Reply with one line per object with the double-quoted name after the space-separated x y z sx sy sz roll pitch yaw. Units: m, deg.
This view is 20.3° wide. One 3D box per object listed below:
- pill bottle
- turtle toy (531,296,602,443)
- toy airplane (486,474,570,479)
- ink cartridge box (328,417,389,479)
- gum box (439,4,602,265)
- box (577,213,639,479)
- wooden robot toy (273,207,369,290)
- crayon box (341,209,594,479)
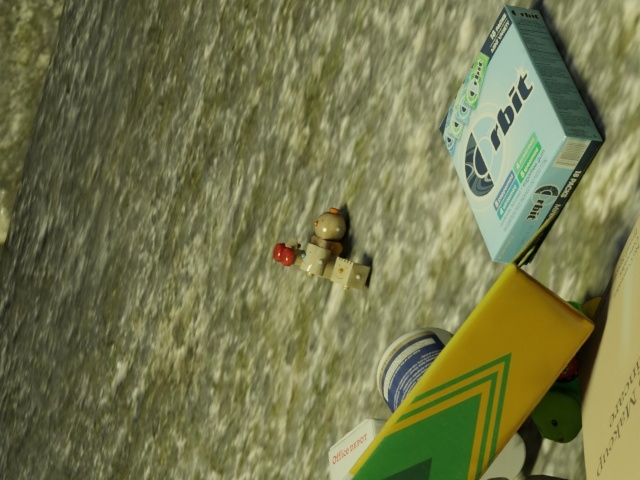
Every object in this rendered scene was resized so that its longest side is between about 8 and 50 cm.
0.122 0.158 1.636 0.169 0.094 0.094 -127 48 -57 "pill bottle"
0.203 0.108 1.501 0.095 0.066 0.130 136 135 -55 "turtle toy"
0.139 0.367 1.327 0.384 0.272 0.386 -38 33 33 "toy airplane"
0.061 0.265 1.785 0.109 0.063 0.150 134 136 -55 "ink cartridge box"
0.179 -0.097 1.636 0.184 0.041 0.157 -106 32 -42 "gum box"
0.255 0.126 1.183 0.311 0.121 0.148 -81 8 -61 "box"
0.000 0.000 1.987 0.173 0.076 0.079 23 95 65 "wooden robot toy"
0.101 0.137 1.358 0.318 0.081 0.202 -52 -6 -8 "crayon box"
